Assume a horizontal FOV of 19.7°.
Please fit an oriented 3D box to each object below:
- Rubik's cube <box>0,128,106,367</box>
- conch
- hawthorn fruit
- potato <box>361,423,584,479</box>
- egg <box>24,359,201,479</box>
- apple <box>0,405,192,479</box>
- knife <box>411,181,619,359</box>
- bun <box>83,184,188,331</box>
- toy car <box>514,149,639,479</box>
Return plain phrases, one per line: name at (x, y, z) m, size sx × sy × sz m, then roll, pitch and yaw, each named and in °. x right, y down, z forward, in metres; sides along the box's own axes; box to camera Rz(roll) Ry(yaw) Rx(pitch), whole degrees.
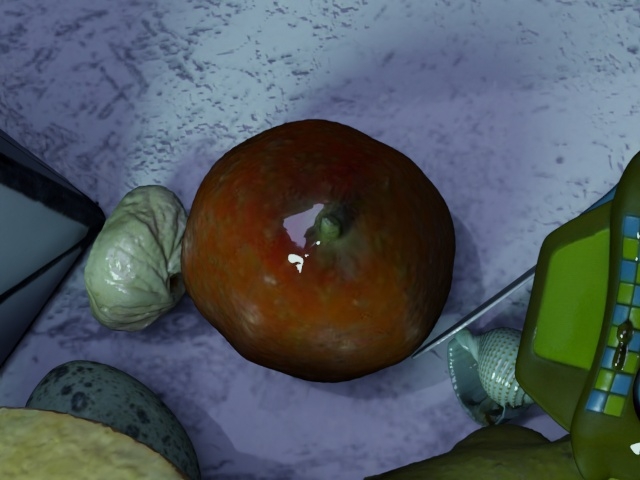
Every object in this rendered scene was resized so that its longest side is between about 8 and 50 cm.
Rubik's cube at (-0.393, -0.006, 1.336) m, size 0.305 × 0.310 × 0.307 m, roll 36°, pitch 88°, yaw 15°
conch at (0.131, 0.096, 1.336) m, size 0.085 × 0.057 × 0.076 m, roll 56°, pitch 137°, yaw 49°
hawthorn fruit at (0.000, 0.000, 1.282) m, size 0.199 × 0.251 × 0.199 m, roll 0°, pitch 80°, yaw -2°
potato at (0.060, 0.254, 1.254) m, size 0.351 × 0.218 × 0.202 m, roll -40°, pitch 115°, yaw -1°
egg at (-0.159, 0.166, 1.349) m, size 0.132 × 0.132 × 0.172 m, roll -29°, pitch 65°, yaw 6°
apple at (-0.228, 0.263, 1.155) m, size 0.309 × 0.252 × 0.314 m, roll 7°, pitch 93°, yaw 33°
knife at (0.165, 0.012, 1.322) m, size 0.244 × 0.058 × 0.032 m, roll -36°, pitch 94°, yaw -9°
bun at (-0.129, 0.017, 1.383) m, size 0.069 × 0.115 × 0.115 m, roll 24°, pitch 86°, yaw 8°
toy car at (0.221, 0.050, 1.184) m, size 0.198 × 0.204 × 0.248 m, roll 12°, pitch 89°, yaw 40°
